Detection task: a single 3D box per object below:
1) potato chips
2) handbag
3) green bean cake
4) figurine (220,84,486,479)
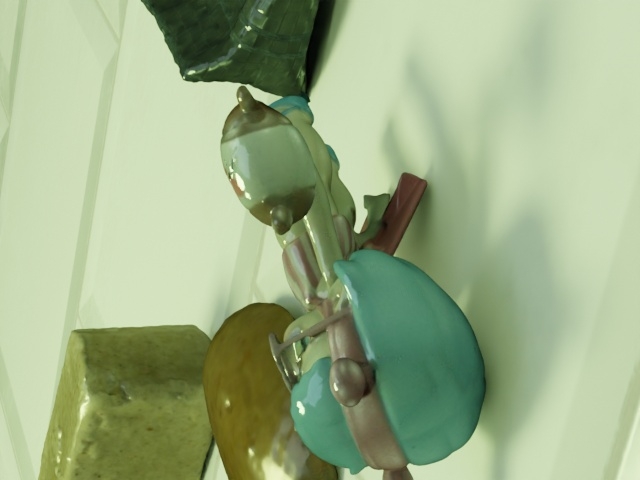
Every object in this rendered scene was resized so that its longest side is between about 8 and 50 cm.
[{"bbox_3d":[-0.041,0.121,1.171,0.202,0.049,0.150,-123,35,-50],"label":"potato chips"},{"bbox_3d":[-0.048,-0.205,1.207,0.270,0.088,0.175,-120,45,-57],"label":"handbag"},{"bbox_3d":[-0.146,0.150,1.366,0.085,0.109,0.179,-108,29,-46],"label":"green bean cake"},{"bbox_3d":[0.014,0.001,0.935,0.260,0.103,0.205,-104,1,-49],"label":"figurine"}]
